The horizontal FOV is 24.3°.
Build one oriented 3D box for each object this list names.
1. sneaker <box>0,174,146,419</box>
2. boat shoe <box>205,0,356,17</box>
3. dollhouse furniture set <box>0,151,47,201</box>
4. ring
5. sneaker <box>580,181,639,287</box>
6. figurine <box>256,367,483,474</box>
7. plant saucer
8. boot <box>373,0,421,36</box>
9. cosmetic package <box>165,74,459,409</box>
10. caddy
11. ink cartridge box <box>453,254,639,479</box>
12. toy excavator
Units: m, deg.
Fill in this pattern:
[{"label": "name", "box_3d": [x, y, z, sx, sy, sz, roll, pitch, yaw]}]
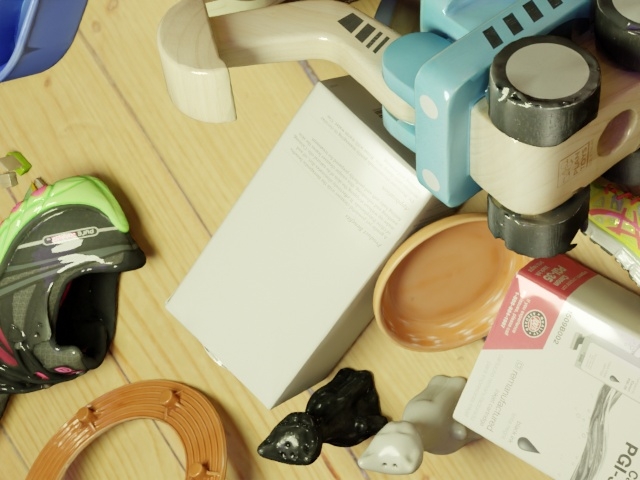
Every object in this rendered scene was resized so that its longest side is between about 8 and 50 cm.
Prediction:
[{"label": "sneaker", "box_3d": [-0.401, 0.134, 2.012, 0.202, 0.185, 0.483, 45, 120, 17]}, {"label": "boat shoe", "box_3d": [-0.027, -0.270, 1.773, 0.257, 0.095, 0.095, -4, 109, 38]}, {"label": "dollhouse furniture set", "box_3d": [-0.430, -0.069, 2.054, 0.152, 0.058, 0.076, 45, 119, 13]}, {"label": "ring", "box_3d": [-0.271, 0.323, 1.935, 0.336, 0.032, 0.336, -19, 47, 22]}, {"label": "sneaker", "box_3d": [0.345, -0.024, 1.626, 0.208, 0.081, 0.094, 43, 111, 7]}, {"label": "figurine", "box_3d": [0.061, 0.226, 1.757, 0.215, 0.209, 0.092, 1, 102, 29]}, {"label": "plant saucer", "box_3d": [0.150, 0.043, 1.697, 0.200, 0.200, 0.037, -57, 38, 26]}, {"label": "boot", "box_3d": [0.127, -0.303, 1.677, 0.106, 0.082, 0.219, 25, 114, 20]}, {"label": "cosmetic package", "box_3d": [0.000, 0.000, 1.773, 0.197, 0.155, 0.365, 45, 119, 14]}, {"label": "caddy", "box_3d": [-0.433, -0.356, 1.923, 0.241, 0.179, 0.341, 33, 115, 20]}, {"label": "ink cartridge box", "box_3d": [0.321, 0.170, 1.652, 0.283, 0.117, 0.207, 30, 114, 21]}, {"label": "toy excavator", "box_3d": [0.110, -0.181, 1.565, 0.445, 0.433, 0.222, 42, 155, 33]}]
